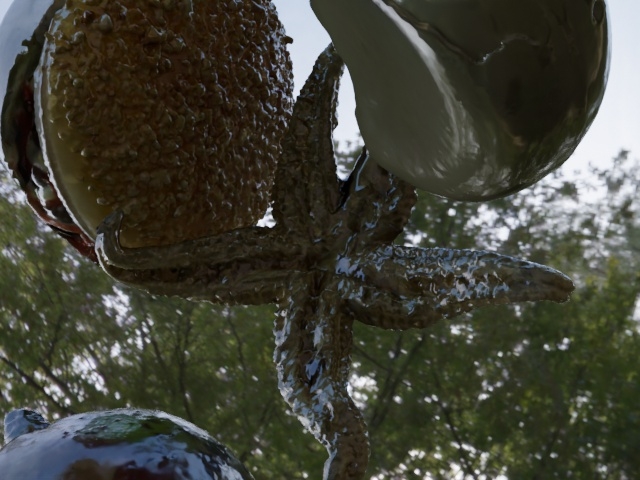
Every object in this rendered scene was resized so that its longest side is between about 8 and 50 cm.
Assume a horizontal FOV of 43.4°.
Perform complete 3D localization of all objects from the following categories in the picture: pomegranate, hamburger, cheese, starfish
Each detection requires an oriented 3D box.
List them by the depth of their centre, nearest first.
[{"bbox_3d":[-0.115,0.207,0.408,0.198,0.198,0.246,20,-121,-29],"label":"pomegranate"},{"bbox_3d":[0.064,-0.098,0.422,0.091,0.175,0.202,-39,-25,-14],"label":"cheese"},{"bbox_3d":[0.000,0.005,0.595,0.327,0.094,0.375,-12,-116,6],"label":"starfish"},{"bbox_3d":[-0.137,-0.117,0.702,0.302,0.170,0.302,-24,-59,-46],"label":"hamburger"}]
